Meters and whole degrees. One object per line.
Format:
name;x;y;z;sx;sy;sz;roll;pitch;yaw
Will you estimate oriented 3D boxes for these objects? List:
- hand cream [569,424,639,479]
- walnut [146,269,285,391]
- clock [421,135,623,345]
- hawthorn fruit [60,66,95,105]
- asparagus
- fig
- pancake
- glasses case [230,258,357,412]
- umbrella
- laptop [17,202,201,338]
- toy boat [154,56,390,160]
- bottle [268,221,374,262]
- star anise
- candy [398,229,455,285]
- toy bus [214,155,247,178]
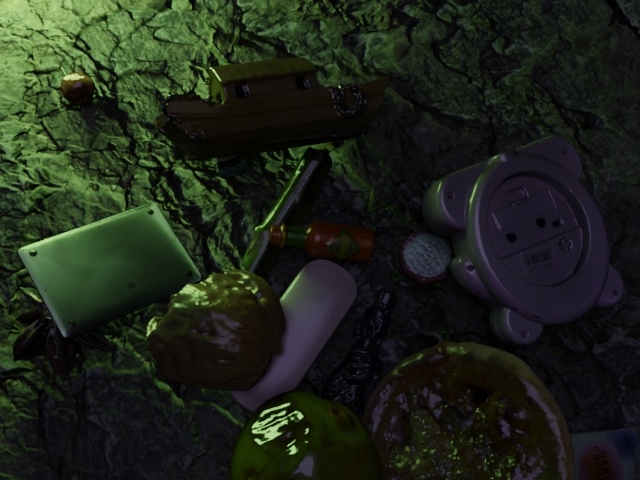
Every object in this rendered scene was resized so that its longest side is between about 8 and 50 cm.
hand cream;0.398;0.375;1.118;0.341;0.078;0.124;0;74;-3
walnut;-0.181;0.152;1.116;0.238;0.141;0.204;-37;54;4
clock;0.362;0.000;1.177;0.296;0.113;0.322;-21;84;-14
hawthorn fruit;-0.492;-0.314;1.331;0.067;0.067;0.103;-42;76;-9
asparagus;-0.065;-0.050;1.250;0.067;0.060;0.277;34;78;-7
fig;-0.034;0.376;1.047;0.239;0.239;0.271;25;102;8
pancake;0.219;0.327;1.080;0.356;0.065;0.356;-10;65;24
glasses case;-0.046;0.168;1.180;0.113;0.075;0.297;33;79;11
umbrella;0.080;0.190;1.173;0.080;0.071;0.224;25;76;3
laptop;-0.367;0.044;1.190;0.269;0.015;0.187;-24;72;-35
toy boat;-0.078;-0.247;1.222;0.446;0.136;0.162;-11;88;-23
bottle;0.000;0.000;1.207;0.187;0.069;0.069;6;75;-11
star anise;-0.455;0.128;1.201;0.229;0.093;0.236;-19;71;2
candy;0.194;0.031;1.227;0.103;0.043;0.103;-1;73;3
toy bus;-0.186;-0.189;1.281;0.060;0.075;0.123;-19;75;-3
